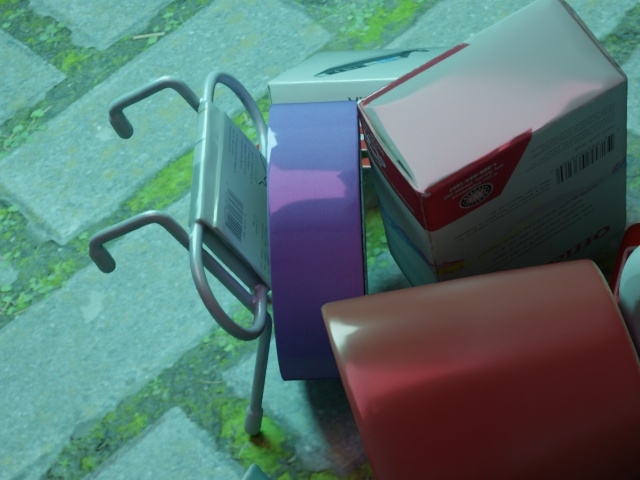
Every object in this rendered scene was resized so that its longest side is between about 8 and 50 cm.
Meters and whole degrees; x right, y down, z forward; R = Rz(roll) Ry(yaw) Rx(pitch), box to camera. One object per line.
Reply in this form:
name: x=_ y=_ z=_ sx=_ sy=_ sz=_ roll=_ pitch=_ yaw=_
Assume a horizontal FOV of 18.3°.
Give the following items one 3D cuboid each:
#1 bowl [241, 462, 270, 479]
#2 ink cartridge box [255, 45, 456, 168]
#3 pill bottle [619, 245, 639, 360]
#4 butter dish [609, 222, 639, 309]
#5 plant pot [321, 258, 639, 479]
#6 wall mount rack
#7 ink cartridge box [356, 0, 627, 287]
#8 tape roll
bowl: x=-0.072 y=0.357 z=1.643 sx=0.163 sy=0.311 sz=0.311 roll=32 pitch=57 yaw=1
ink cartridge box: x=0.077 y=-0.150 z=2.184 sx=0.296 sy=0.066 sz=0.261 roll=0 pitch=21 yaw=27
pill bottle: x=0.429 y=0.031 z=1.691 sx=0.323 sy=0.181 sz=0.181 roll=-23 pitch=38 yaw=-18
butter dish: x=0.347 y=0.070 z=1.850 sx=0.160 sy=0.118 sz=0.160 roll=-3 pitch=68 yaw=60
plant pot: x=0.156 y=0.145 z=1.742 sx=0.243 sy=0.275 sz=0.275 roll=-19 pitch=40 yaw=2
wall mount rack: x=-0.101 y=0.010 z=1.971 sx=0.130 sy=0.304 sz=0.350 roll=-25 pitch=38 yaw=23
ink cartridge box: x=0.172 y=-0.067 z=1.913 sx=0.226 sy=0.306 sz=0.131 roll=-31 pitch=64 yaw=-9
tape roll: x=0.000 y=0.000 z=1.961 sx=0.090 sy=0.274 sz=0.274 roll=-3 pitch=42 yaw=1
